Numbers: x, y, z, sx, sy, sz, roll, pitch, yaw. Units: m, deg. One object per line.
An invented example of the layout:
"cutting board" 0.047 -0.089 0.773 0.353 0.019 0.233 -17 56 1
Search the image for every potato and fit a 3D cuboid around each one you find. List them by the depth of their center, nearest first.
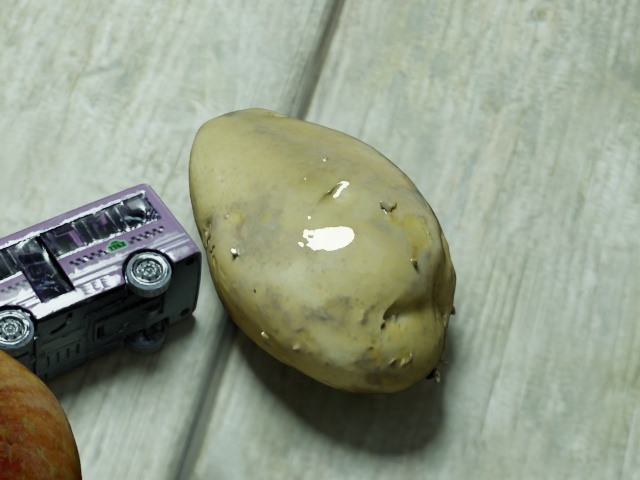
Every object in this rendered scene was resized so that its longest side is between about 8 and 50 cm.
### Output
"potato" 0.004 -0.002 1.324 0.161 0.128 0.235 -8 54 -16

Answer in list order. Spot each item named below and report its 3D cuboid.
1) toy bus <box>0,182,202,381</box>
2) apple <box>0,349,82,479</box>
"toy bus" -0.174 0.036 1.306 0.178 0.087 0.098 -24 61 -23
"apple" -0.244 0.156 1.163 0.211 0.188 0.211 1 56 -2
